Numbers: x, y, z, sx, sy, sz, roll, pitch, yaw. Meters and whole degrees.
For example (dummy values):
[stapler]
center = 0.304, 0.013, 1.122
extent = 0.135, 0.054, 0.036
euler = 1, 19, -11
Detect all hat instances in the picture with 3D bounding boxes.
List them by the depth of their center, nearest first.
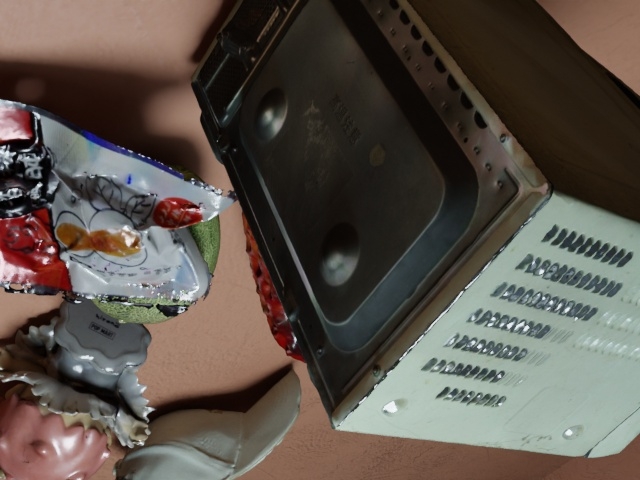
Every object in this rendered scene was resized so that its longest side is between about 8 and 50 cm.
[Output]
[hat]
center = -0.157, 0.293, 1.389
extent = 0.301, 0.168, 0.258
euler = -43, 176, -15

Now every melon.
[melon]
center = -0.174, 0.010, 0.928
extent = 0.139, 0.139, 0.192
euler = 2, 128, -37

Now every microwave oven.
[microwave oven]
center = 0.108, -0.045, 0.743
extent = 0.333, 0.394, 0.247
euler = 13, 126, -35

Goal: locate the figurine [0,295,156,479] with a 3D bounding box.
[figurine]
center = -0.319, 0.213, 1.135
extent = 0.207, 0.166, 0.387
euler = 26, 134, -10

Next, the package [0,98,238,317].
[package]
center = -0.214, -0.022, 0.802
extent = 0.269, 0.071, 0.194
euler = 13, 115, -11

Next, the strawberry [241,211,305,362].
[strawberry]
center = -0.002, 0.016, 1.060
extent = 0.280, 0.150, 0.253
euler = 8, 116, -38
